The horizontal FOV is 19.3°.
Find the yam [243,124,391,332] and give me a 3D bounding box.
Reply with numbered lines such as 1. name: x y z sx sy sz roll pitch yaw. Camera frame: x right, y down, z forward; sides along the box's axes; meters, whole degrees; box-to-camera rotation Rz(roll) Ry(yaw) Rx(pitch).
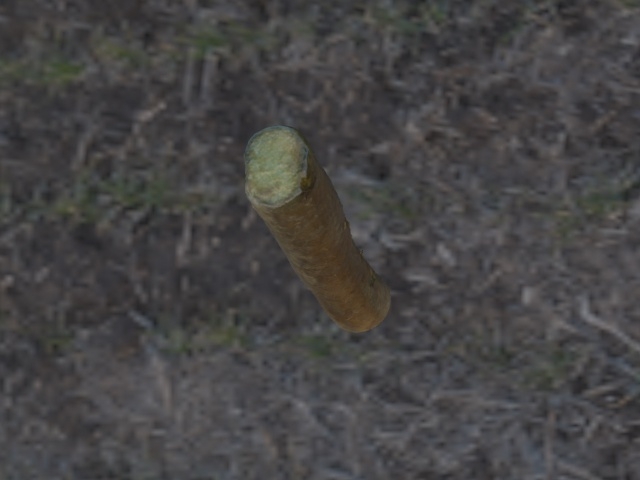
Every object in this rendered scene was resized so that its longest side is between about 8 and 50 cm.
1. yam: 0.000 0.000 1.484 0.066 0.300 0.066 -5 67 12
